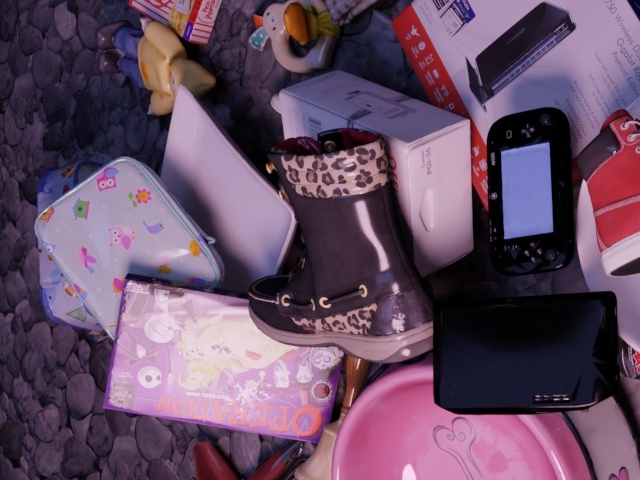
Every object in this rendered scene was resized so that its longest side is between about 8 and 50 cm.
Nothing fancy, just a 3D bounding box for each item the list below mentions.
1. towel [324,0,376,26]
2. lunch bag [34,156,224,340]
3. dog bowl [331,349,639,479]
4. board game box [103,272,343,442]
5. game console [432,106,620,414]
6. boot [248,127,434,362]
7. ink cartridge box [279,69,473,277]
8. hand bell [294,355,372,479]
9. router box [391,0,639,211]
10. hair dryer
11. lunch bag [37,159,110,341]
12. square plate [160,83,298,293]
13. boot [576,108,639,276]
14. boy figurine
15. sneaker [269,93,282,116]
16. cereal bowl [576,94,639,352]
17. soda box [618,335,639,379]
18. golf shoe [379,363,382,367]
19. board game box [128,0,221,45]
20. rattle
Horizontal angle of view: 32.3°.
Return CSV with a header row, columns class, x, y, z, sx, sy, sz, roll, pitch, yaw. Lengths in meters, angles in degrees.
class,x,y,z,sx,sy,sz,roll,pitch,yaw
towel,0.097,-0.530,1.649,0.324,0.056,0.312,-32,66,37
lunch bag,-0.291,0.019,1.754,0.224,0.108,0.279,-37,89,-4
dog bowl,0.192,0.308,1.416,0.408,0.150,0.408,6,102,33
board game box,-0.142,0.181,1.689,0.056,0.347,0.208,-101,21,-77
game console,0.233,0.022,1.297,0.213,0.044,0.361,-6,74,25
boot,0.000,0.000,1.473,0.377,0.138,0.284,11,120,57
ink cartridge box,0.077,-0.096,1.537,0.283,0.117,0.207,30,136,46
hand bell,0.047,0.240,1.623,0.126,0.126,0.242,18,99,41
router box,0.281,-0.245,1.450,0.301,0.082,0.335,-40,64,34
hair dryer,-0.101,0.403,1.803,0.293,0.080,0.223,15,83,36
lunch bag,-0.381,0.022,1.937,0.115,0.243,0.303,-11,75,26
square plate,-0.157,-0.024,1.802,0.344,0.049,0.347,49,140,32
boot,0.380,-0.083,1.168,0.244,0.088,0.176,-29,64,45
boy figurine,-0.288,-0.296,1.950,0.285,0.092,0.177,33,130,42
sneaker,-0.009,-0.207,1.738,0.161,0.057,0.075,35,95,38
cereal bowl,0.462,-0.018,1.234,0.339,0.141,0.339,-7,81,45
soda box,0.431,0.148,1.319,0.169,0.060,0.053,8,90,41
golf shoe,0.116,0.160,1.597,0.086,0.067,0.186,12,98,43
board game box,-0.249,-0.449,1.957,0.193,0.045,0.147,35,111,37
rattle,-0.079,-0.334,1.744,0.199,0.143,0.130,26,122,34
